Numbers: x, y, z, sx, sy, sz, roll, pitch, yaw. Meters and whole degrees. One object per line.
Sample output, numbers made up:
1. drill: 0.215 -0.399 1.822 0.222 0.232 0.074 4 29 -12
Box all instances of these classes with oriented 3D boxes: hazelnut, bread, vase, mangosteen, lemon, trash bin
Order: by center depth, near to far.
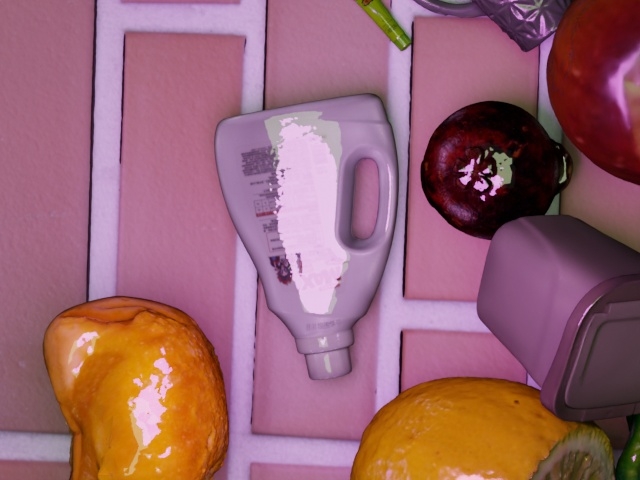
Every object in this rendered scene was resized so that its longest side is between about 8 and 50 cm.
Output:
1. trash bin: 0.343 0.091 1.729 0.220 0.250 0.219 -1 116 -27
2. hazelnut: 0.508 -0.242 1.765 0.409 0.359 0.359 -14 89 11
3. lemon: 0.203 0.342 1.805 0.364 0.364 0.364 0 91 7
4. bread: -0.244 0.250 1.836 0.250 0.394 0.361 -8 87 -9
5. mangosteen: 0.243 -0.098 1.854 0.210 0.210 0.210 0 91 7
6. vase: 0.227 -0.407 1.880 0.301 0.156 0.251 48 127 -5

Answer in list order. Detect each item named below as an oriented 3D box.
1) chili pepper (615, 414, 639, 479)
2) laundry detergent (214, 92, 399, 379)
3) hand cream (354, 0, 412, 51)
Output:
1. chili pepper: 0.506 0.202 1.809 0.167 0.213 0.385 16 76 9
2. laundry detergent: 0.000 0.000 1.921 0.264 0.125 0.398 -10 91 6
3. hand cream: 0.090 -0.333 1.954 0.036 0.023 0.122 -39 83 6
